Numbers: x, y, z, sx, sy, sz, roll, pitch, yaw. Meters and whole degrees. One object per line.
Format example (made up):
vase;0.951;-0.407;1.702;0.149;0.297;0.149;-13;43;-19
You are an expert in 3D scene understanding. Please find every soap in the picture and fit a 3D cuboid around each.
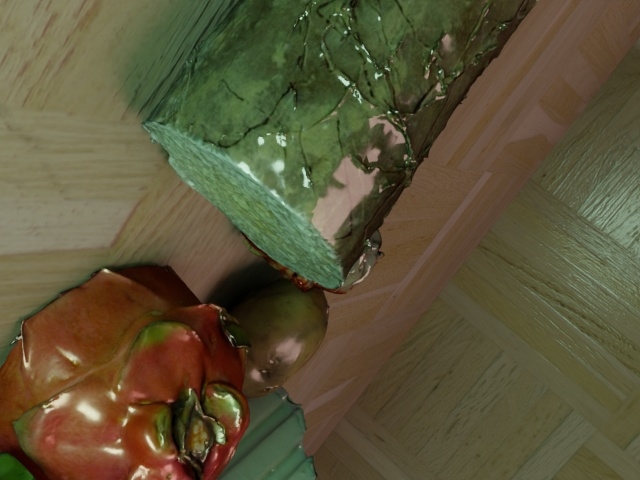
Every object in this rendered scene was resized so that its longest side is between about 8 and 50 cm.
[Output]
soap;-0.198;0.405;1.247;0.446;0.261;0.156;-37;159;-39

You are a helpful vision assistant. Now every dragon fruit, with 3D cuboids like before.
dragon fruit;-0.195;0.192;0.868;0.305;0.225;0.305;-46;163;-19

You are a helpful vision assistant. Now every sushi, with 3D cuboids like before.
sushi;0.000;0.000;1.111;0.130;0.124;0.332;-49;164;4

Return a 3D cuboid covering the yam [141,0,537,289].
yam;0.023;-0.145;0.694;0.348;0.241;0.241;-53;163;0

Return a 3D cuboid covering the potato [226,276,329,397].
potato;-0.069;0.136;1.204;0.192;0.141;0.296;-47;171;11

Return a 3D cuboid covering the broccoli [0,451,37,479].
broccoli;-0.335;0.301;0.632;0.297;0.297;0.298;-41;161;-38
